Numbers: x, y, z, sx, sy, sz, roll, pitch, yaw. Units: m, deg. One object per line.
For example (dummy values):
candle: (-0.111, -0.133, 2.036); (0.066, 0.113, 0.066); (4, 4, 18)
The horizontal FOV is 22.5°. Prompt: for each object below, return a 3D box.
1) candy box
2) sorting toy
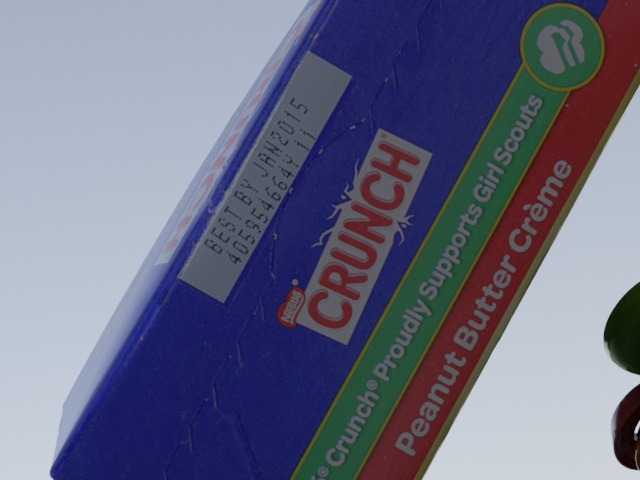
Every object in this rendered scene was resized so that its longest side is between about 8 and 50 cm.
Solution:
candy box: (0.000, 0.000, 0.693); (0.268, 0.122, 0.317); (-59, 5, -5)
sorting toy: (0.145, 0.058, 0.624); (0.061, 0.042, 0.102); (-19, -48, -12)
